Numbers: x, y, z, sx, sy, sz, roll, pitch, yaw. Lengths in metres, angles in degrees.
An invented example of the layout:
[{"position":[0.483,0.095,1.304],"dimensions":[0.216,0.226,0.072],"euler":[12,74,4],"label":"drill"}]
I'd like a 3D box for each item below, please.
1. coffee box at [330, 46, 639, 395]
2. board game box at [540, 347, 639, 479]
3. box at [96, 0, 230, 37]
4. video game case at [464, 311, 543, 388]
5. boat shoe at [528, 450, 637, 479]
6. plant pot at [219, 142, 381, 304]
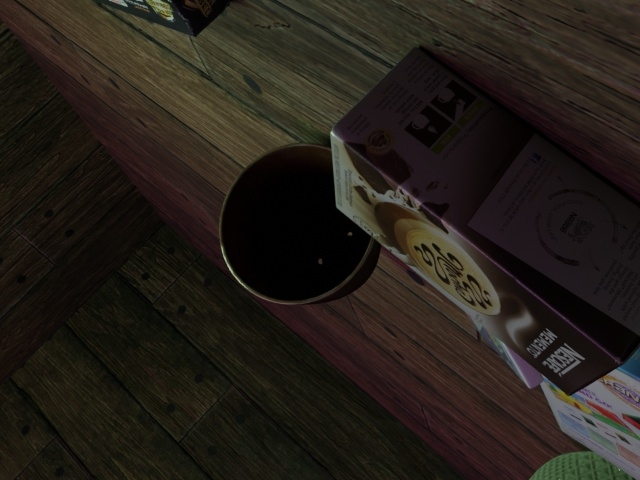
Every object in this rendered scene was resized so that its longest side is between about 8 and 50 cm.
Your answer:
[{"position":[0.157,-0.011,0.683],"dimensions":[0.297,0.119,0.168],"euler":[40,166,16],"label":"coffee box"},{"position":[0.353,0.185,0.844],"dimensions":[0.242,0.064,0.317],"euler":[31,163,44],"label":"board game box"},{"position":[-0.272,-0.393,0.871],"dimensions":[0.295,0.073,0.293],"euler":[31,163,43],"label":"box"},{"position":[0.175,0.058,0.896],"dimensions":[0.201,0.023,0.183],"euler":[56,-178,-18],"label":"video game case"},{"position":[0.466,0.429,1.038],"dimensions":[0.156,0.187,0.500],"euler":[53,160,-16],"label":"boat shoe"},{"position":[0.000,0.000,1.082],"dimensions":[0.215,0.215,0.230],"euler":[38,180,21],"label":"plant pot"}]
